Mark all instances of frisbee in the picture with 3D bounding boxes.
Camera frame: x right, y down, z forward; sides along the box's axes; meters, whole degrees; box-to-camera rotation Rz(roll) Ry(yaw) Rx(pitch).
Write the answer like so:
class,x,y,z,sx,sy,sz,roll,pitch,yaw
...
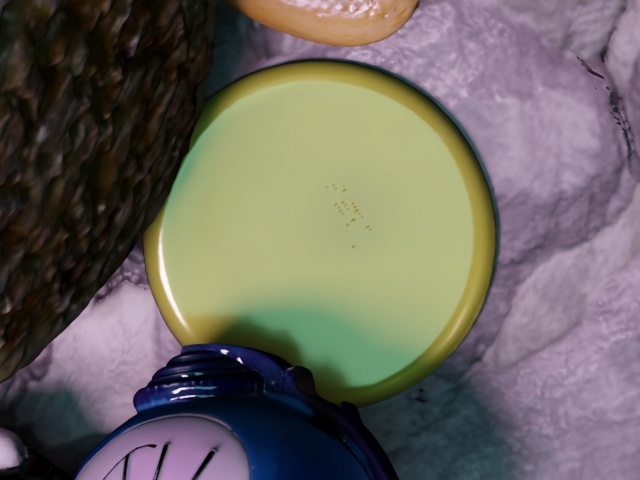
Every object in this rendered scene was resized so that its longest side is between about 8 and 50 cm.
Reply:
class,x,y,z,sx,sy,sz,roll,pitch,yaw
frisbee,0.000,0.000,1.108,0.236,0.017,0.236,0,98,-3

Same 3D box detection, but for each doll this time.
class,x,y,z,sx,sy,sz,roll,pitch,yaw
doll,-0.092,0.212,1.035,0.310,0.240,0.284,-15,73,15

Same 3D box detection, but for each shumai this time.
class,x,y,z,sx,sy,sz,roll,pitch,yaw
shumai,-0.268,-0.118,0.944,0.348,0.395,0.395,28,98,21

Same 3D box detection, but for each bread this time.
class,x,y,z,sx,sy,sz,roll,pitch,yaw
bread,-0.020,-0.192,1.048,0.189,0.077,0.114,27,116,0
